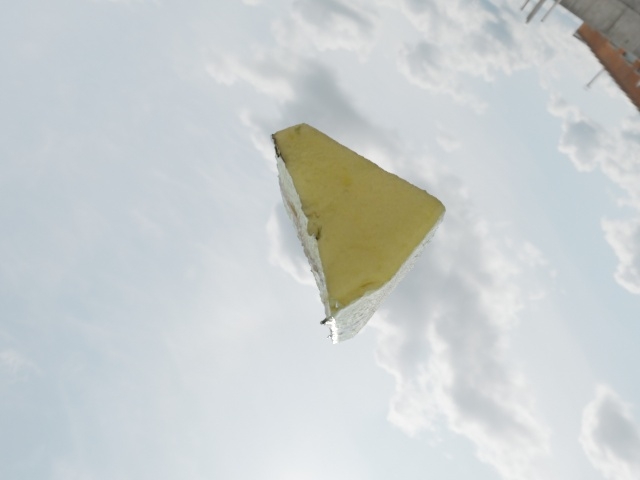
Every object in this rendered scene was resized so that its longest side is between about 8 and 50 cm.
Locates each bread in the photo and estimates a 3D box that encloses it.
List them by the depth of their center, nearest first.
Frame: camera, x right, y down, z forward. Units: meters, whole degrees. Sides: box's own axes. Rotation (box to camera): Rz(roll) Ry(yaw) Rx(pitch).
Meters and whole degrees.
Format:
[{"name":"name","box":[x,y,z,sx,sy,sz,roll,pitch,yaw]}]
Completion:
[{"name":"bread","box":[0.000,0.000,0.723,0.236,0.263,0.198,39,-105,13]}]
